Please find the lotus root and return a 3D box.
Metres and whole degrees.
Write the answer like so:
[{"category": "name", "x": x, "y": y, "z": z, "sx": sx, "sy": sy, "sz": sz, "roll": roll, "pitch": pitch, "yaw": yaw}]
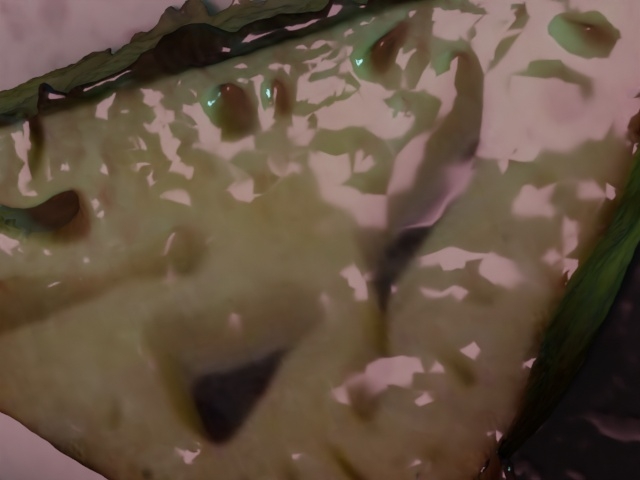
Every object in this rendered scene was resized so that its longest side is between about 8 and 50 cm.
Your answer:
[{"category": "lotus root", "x": 0.000, "y": 0.000, "z": 0.576, "sx": 0.260, "sy": 0.074, "sz": 0.170, "roll": -6, "pitch": 104, "yaw": 23}]
